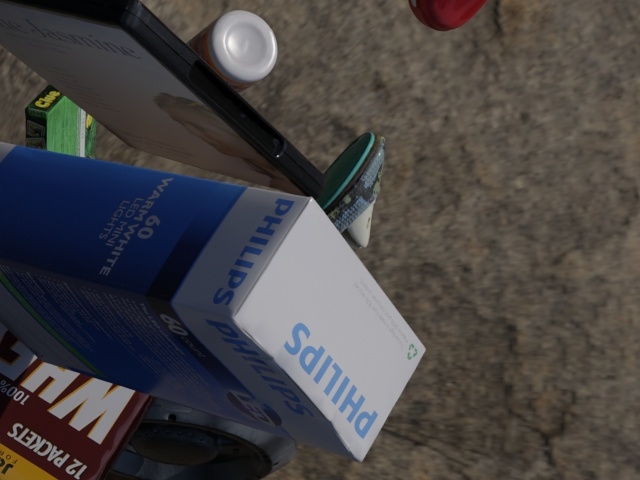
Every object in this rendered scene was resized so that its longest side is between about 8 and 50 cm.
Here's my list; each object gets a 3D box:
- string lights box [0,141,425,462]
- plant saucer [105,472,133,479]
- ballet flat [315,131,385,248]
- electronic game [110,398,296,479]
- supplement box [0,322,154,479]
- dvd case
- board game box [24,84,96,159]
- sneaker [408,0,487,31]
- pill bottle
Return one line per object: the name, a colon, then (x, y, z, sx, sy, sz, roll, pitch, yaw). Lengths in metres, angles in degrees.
string lights box: (-0.087, 0.028, 0.825, 0.077, 0.260, 0.133, -58, 135, -22)
plant saucer: (-0.233, 0.315, 1.825, 0.041, 0.278, 0.278, 2, 85, -33)
ballet flat: (0.000, 0.000, 1.219, 0.070, 0.070, 0.188, 43, 86, -9)
electronic game: (-0.136, 0.184, 1.454, 0.229, 0.229, 0.048, 13, 62, -15)
supplement box: (-0.186, 0.103, 1.039, 0.129, 0.191, 0.194, 32, 61, -1)
dvd case: (-0.123, -0.103, 1.006, 0.253, 0.180, 0.022, 41, 70, -55)
board game box: (-0.276, -0.053, 1.634, 0.030, 0.136, 0.259, 14, 122, 11)
sneaker: (0.156, -0.241, 1.150, 0.087, 0.128, 0.221, 17, 109, -36)
pill bottle: (-0.118, -0.206, 1.786, 0.086, 0.152, 0.086, 6, 77, -26)
